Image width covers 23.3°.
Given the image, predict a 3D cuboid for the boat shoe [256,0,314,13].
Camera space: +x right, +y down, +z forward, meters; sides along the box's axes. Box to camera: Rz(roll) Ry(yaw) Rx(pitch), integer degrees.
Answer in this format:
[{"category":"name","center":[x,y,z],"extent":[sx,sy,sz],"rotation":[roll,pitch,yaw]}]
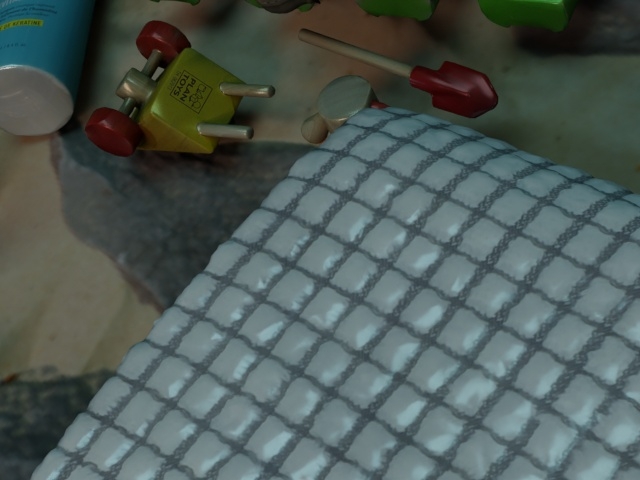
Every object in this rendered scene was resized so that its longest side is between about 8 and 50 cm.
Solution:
[{"category":"boat shoe","center":[-0.042,-0.227,0.772],"extent":[0.091,0.109,0.305],"rotation":[-27,52,-2]}]

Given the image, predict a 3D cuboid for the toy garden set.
[{"category":"toy garden set","center":[0.013,-0.113,0.767],"extent":[0.244,0.049,0.204],"rotation":[9,60,30]}]

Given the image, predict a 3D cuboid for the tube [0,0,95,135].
[{"category":"tube","center":[-0.153,-0.149,0.877],"extent":[0.080,0.052,0.207],"rotation":[-10,48,12]}]

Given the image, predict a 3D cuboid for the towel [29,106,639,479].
[{"category":"towel","center":[0.039,0.106,0.554],"extent":[0.235,0.121,0.283],"rotation":[27,71,36]}]
